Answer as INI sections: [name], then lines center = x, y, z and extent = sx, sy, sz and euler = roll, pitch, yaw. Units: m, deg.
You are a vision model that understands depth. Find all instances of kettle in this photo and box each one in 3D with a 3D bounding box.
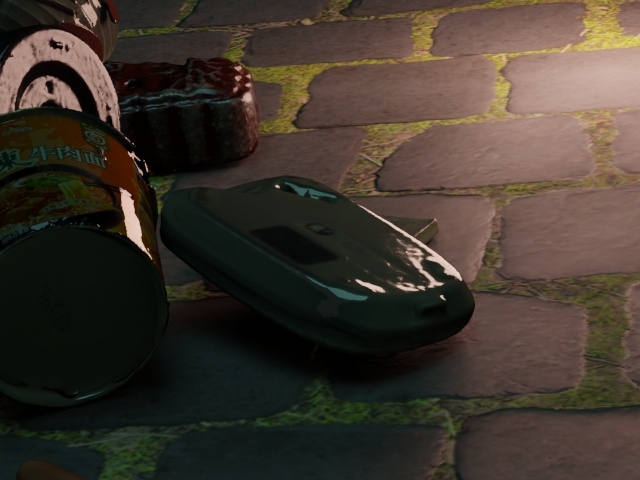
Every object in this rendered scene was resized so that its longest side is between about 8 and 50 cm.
[kettle]
center = -0.398, -0.090, 1.931
extent = 0.290, 0.207, 0.268
euler = -4, 44, 32

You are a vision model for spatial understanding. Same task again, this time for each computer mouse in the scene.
[computer mouse]
center = -0.010, 0.026, 1.630
extent = 0.197, 0.095, 0.331
euler = -12, 30, -35

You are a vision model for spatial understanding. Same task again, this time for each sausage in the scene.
[sausage]
center = -0.194, 0.187, 1.350
extent = 0.083, 0.034, 0.034
euler = 16, 31, 43

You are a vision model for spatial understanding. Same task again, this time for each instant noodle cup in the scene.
[instant noodle cup]
center = -0.234, 0.022, 1.551
extent = 0.230, 0.230, 0.182
euler = -12, 30, -12

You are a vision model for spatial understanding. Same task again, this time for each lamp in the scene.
[lamp]
center = -0.386, -0.275, 2.323
extent = 0.265, 0.233, 0.233
euler = 15, 25, 5

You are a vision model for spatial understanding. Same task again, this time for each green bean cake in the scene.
[green bean cake]
center = -0.188, -0.151, 2.118
extent = 0.232, 0.097, 0.198
euler = -6, 21, 3

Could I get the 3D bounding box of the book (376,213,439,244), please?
[book]
center = 0.000, 0.000, 1.791
extent = 0.198, 0.016, 0.138
euler = 7, 25, 31
